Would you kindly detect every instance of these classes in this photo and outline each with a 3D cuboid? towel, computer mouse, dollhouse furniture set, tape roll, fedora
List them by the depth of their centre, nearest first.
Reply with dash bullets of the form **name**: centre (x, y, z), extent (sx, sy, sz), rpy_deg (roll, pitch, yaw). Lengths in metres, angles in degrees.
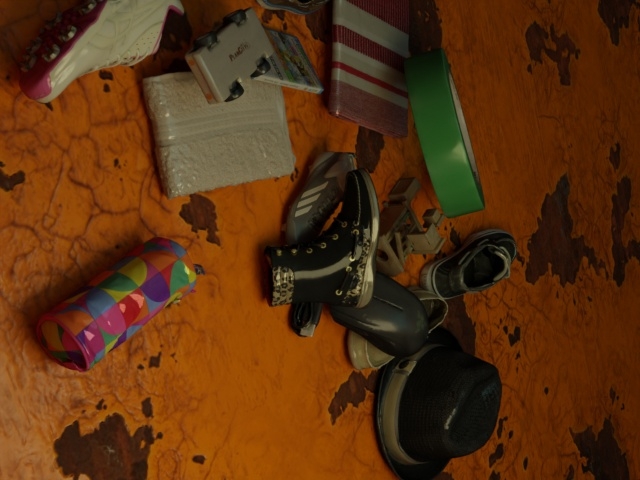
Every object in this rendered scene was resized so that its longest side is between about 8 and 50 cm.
- **towel**: centre (-0.149, -0.175, 1.421), extent (0.282, 0.049, 0.187), rpy_deg (-18, 100, -48)
- **computer mouse**: centre (0.090, 0.119, 1.586), extent (0.272, 0.072, 0.188), rpy_deg (26, 63, -21)
- **towel**: centre (0.092, -0.372, 1.708), extent (0.237, 0.037, 0.328), rpy_deg (11, 78, -52)
- **dollhouse furniture set**: centre (0.196, -0.029, 1.719), extent (0.182, 0.161, 0.101), rpy_deg (-54, 126, -35)
- **tape roll**: centre (0.240, -0.204, 1.738), extent (0.321, 0.077, 0.321), rpy_deg (-14, 90, -76)
- **fedora**: centre (0.253, 0.322, 1.768), extent (0.334, 0.153, 0.333), rpy_deg (4, 85, -49)

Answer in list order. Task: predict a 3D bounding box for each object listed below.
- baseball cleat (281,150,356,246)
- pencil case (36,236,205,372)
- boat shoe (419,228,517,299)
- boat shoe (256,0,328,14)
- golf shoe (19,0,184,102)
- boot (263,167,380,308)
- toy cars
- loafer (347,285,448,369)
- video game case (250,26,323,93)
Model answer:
- **baseball cleat**: centre (0.007, -0.067, 1.545), extent (0.072, 0.109, 0.205), rpy_deg (39, 61, -46)
- **pencil case**: centre (-0.267, 0.086, 1.231), extent (0.236, 0.104, 0.104), rpy_deg (-38, 115, -42)
- **boat shoe**: centre (0.346, 0.058, 1.917), extent (0.335, 0.119, 0.121), rpy_deg (-26, 107, -47)
- **boat shoe**: centre (-0.031, -0.426, 1.558), extent (0.183, 0.066, 0.066), rpy_deg (-23, 104, -48)
- **golf shoe**: centre (-0.283, -0.279, 1.229), extent (0.140, 0.115, 0.306), rpy_deg (54, 51, -36)
- **boot**: centre (0.000, 0.001, 1.482), extent (0.179, 0.085, 0.236), rpy_deg (-2, 102, -17)
- **toy cars**: centre (-0.149, -0.368, 1.379), extent (0.176, 0.087, 0.393), rpy_deg (26, 59, -52)
- **loafer**: centre (0.148, 0.157, 1.704), extent (0.268, 0.092, 0.101), rpy_deg (-35, 113, -44)
- **video game case**: centre (-0.074, -0.303, 1.497), extent (0.166, 0.015, 0.119), rpy_deg (2, 56, -50)
